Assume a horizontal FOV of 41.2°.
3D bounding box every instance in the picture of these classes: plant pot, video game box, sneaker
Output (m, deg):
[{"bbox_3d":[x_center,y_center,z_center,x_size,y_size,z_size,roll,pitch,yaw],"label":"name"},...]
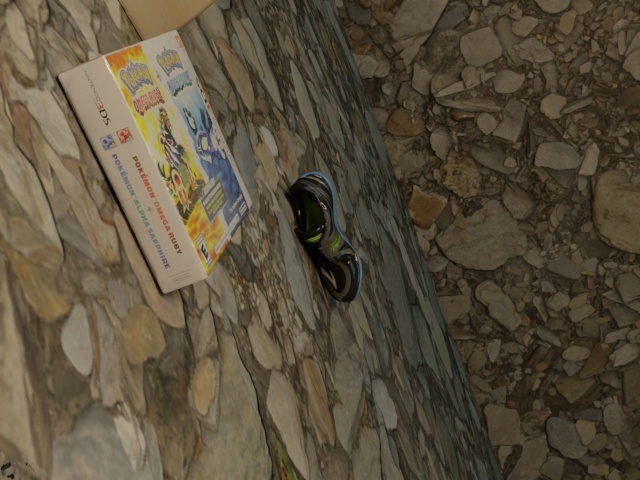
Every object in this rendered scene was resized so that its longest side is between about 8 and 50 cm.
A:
[{"bbox_3d":[-0.146,-0.271,0.830,0.109,0.096,0.109,-93,160,-52],"label":"plant pot"},{"bbox_3d":[-0.129,-0.078,0.733,0.205,0.048,0.187,-74,140,-70],"label":"video game box"},{"bbox_3d":[0.000,0.000,1.167,0.078,0.067,0.188,-28,101,-56],"label":"sneaker"}]
